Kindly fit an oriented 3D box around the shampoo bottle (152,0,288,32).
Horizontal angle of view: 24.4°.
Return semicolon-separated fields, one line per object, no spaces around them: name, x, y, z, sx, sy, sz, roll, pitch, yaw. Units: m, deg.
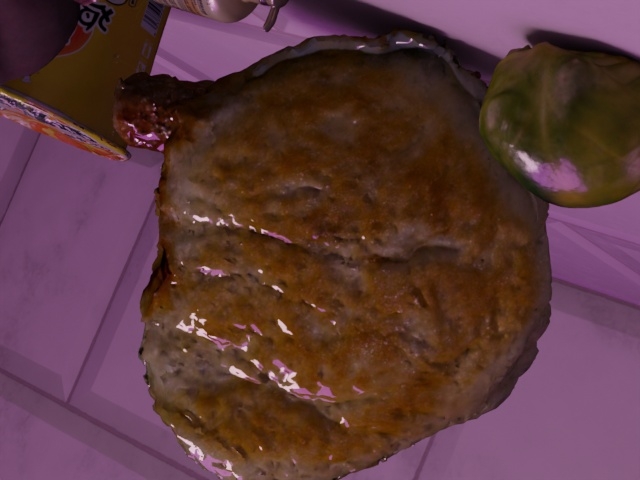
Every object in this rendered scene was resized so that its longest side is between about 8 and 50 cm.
shampoo bottle;-0.095;-0.230;1.263;0.162;0.079;0.079;20;175;27

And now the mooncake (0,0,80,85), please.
mooncake;-0.333;-0.247;1.319;0.245;0.245;0.133;22;155;8

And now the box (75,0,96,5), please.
box;-0.258;-0.286;1.168;0.224;0.120;0.069;26;172;-22

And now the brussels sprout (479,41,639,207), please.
brussels sprout;0.205;-0.085;1.191;0.151;0.122;0.149;18;171;43

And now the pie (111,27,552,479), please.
pie;0.017;0.020;1.373;0.395;0.418;0.180;-12;177;5

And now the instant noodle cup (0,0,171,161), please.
instant noodle cup;-0.279;-0.222;1.534;0.264;0.200;0.264;22;176;2
